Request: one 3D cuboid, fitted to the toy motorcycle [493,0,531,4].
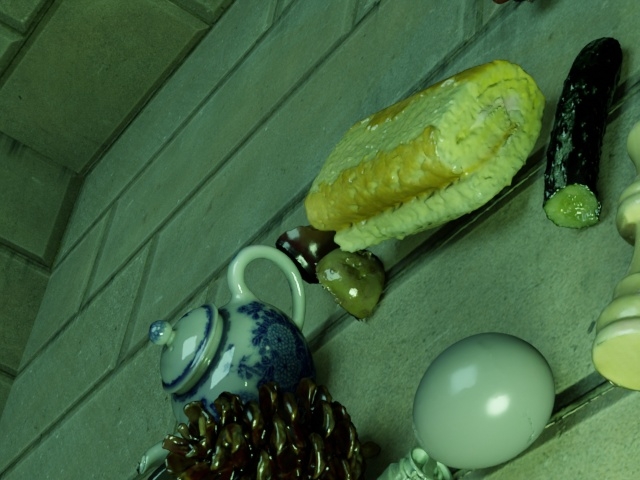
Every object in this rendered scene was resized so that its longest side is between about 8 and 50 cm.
[{"bbox_3d":[0.376,-0.508,2.020,0.298,0.089,0.171,-60,20,4],"label":"toy motorcycle"}]

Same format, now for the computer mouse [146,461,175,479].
[{"bbox_3d":[-0.144,0.363,1.923,0.269,0.137,0.086,-24,-3,-2],"label":"computer mouse"}]

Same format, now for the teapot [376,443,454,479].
[{"bbox_3d":[0.085,0.343,1.610,0.200,0.077,0.107,-52,10,22],"label":"teapot"}]

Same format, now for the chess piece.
[{"bbox_3d":[0.374,-0.029,1.388,0.117,0.117,0.397,-35,31,48],"label":"chess piece"}]

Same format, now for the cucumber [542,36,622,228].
[{"bbox_3d":[0.343,-0.154,1.660,0.072,0.081,0.303,91,-168,-57],"label":"cucumber"}]

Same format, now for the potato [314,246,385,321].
[{"bbox_3d":[0.055,0.037,2.044,0.089,0.100,0.172,-46,22,22],"label":"potato"}]

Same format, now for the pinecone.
[{"bbox_3d":[-0.065,0.308,1.723,0.244,0.309,0.244,-173,90,-72],"label":"pinecone"}]

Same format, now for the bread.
[{"bbox_3d":[0.152,-0.125,1.906,0.375,0.165,0.236,-23,26,55],"label":"bread"}]

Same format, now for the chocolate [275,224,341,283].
[{"bbox_3d":[0.000,0.000,2.173,0.133,0.127,0.124,-43,29,-11],"label":"chocolate"}]

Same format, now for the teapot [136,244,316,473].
[{"bbox_3d":[-0.156,0.201,2.045,0.252,0.280,0.424,-5,56,63],"label":"teapot"}]

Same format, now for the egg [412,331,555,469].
[{"bbox_3d":[0.186,0.188,1.475,0.199,0.146,0.146,-48,23,46],"label":"egg"}]
